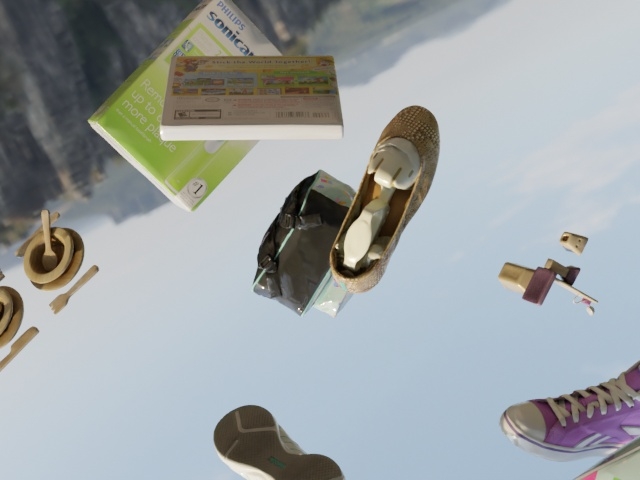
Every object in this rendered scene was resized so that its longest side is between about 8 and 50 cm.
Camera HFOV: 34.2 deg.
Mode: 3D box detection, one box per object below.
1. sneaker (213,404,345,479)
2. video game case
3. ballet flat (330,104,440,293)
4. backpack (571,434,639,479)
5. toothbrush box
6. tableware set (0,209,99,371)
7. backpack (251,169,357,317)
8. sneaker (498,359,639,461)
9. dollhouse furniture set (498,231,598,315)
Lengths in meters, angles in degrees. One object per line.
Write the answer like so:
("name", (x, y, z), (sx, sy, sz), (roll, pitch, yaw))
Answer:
("sneaker", (-0.031, 0.180, 0.804), (0.053, 0.061, 0.152), (-40, -140, -19))
("video game case", (-0.089, -0.189, 1.360), (0.227, 0.026, 0.206), (-1, -146, -3))
("ballet flat", (0.066, -0.041, 1.057), (0.073, 0.206, 0.067), (20, -176, 16))
("backpack", (0.288, 0.192, 0.654), (0.225, 0.191, 0.253), (-37, 146, 25))
("toothbrush box", (-0.193, -0.218, 1.651), (0.283, 0.206, 0.122), (-48, -161, -9))
("tableware set", (-0.378, 0.056, 1.301), (0.194, 0.128, 0.039), (-45, 146, 2))
("backpack", (0.000, 0.000, 1.360), (0.166, 0.144, 0.188), (-63, -170, 18))
("sneaker", (0.399, 0.228, 1.489), (0.282, 0.161, 0.102), (4, -147, -21))
("dollhouse furniture set", (0.268, 0.039, 1.184), (0.091, 0.081, 0.114), (-63, -160, -2))
